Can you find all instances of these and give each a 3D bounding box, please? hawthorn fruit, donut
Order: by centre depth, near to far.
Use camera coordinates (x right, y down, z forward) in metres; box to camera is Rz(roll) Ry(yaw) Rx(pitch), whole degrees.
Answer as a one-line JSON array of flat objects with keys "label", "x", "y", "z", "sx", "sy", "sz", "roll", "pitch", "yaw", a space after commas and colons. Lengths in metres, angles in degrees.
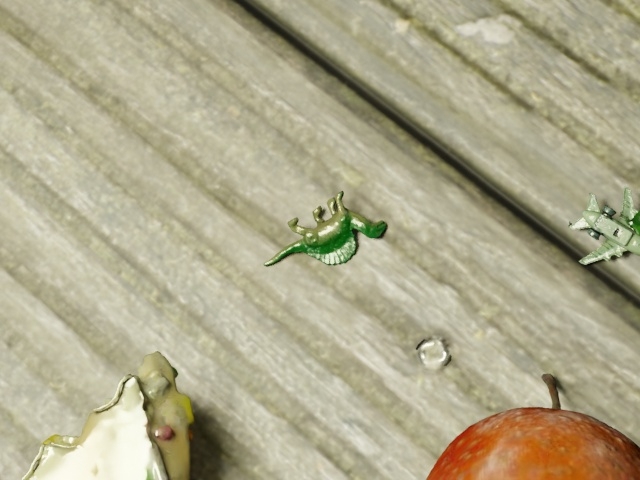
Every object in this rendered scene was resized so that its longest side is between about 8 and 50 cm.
[{"label": "hawthorn fruit", "x": 0.172, "y": 0.241, "z": 1.468, "sx": 0.231, "sy": 0.235, "sz": 0.263, "roll": -14, "pitch": 81, "yaw": -20}, {"label": "donut", "x": -0.289, "y": 0.240, "z": 1.642, "sx": 0.371, "sy": 0.150, "sz": 0.307, "roll": 4, "pitch": 72, "yaw": 17}]

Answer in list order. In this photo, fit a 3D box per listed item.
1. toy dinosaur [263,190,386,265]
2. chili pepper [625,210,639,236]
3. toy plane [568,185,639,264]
[{"label": "toy dinosaur", "x": 0.001, "y": 0.000, "z": 1.722, "sx": 0.120, "sy": 0.029, "sz": 0.060, "roll": -32, "pitch": 83, "yaw": 4}, {"label": "chili pepper", "x": 0.363, "y": -0.104, "z": 1.627, "sx": 0.065, "sy": 0.122, "sz": 0.278, "roll": -12, "pitch": 53, "yaw": 58}, {"label": "toy plane", "x": 0.266, "y": -0.008, "z": 1.647, "sx": 0.083, "sy": 0.033, "sz": 0.080, "roll": 33, "pitch": 93, "yaw": 22}]
